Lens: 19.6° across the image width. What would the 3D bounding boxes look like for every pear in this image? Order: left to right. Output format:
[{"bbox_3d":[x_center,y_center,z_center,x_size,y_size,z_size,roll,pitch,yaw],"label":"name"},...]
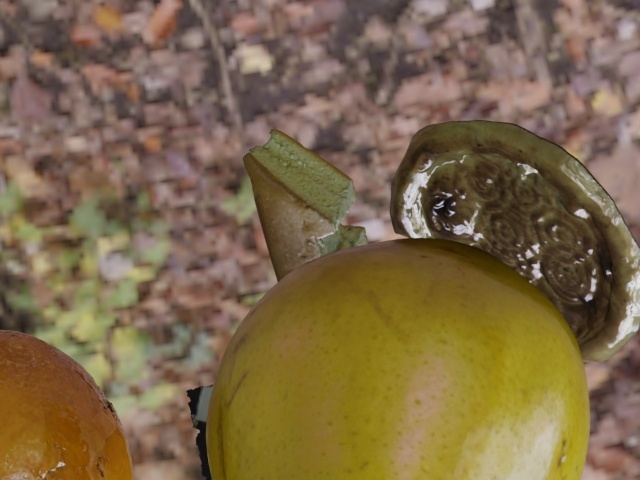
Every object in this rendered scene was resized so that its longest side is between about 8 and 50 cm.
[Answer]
[{"bbox_3d":[0.057,0.158,1.292,0.284,0.336,0.285,-3,155,-2],"label":"pear"}]

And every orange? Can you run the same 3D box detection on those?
[{"bbox_3d":[-0.271,0.192,1.469,0.246,0.246,0.246,-9,153,-4],"label":"orange"}]

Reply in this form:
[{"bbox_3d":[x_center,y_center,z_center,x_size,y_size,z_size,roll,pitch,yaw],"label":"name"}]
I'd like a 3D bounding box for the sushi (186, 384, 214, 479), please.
[{"bbox_3d":[0.049,0.239,1.571,0.292,0.294,0.059,-14,180,-8],"label":"sushi"}]

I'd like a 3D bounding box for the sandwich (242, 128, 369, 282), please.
[{"bbox_3d":[0.000,0.000,1.952,0.088,0.090,0.244,-4,117,28],"label":"sandwich"}]

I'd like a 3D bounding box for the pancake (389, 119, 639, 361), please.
[{"bbox_3d":[0.154,0.002,1.423,0.235,0.029,0.212,46,143,-6],"label":"pancake"}]
